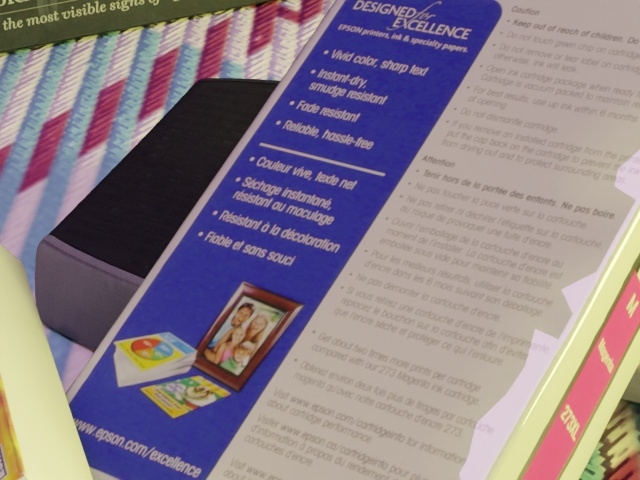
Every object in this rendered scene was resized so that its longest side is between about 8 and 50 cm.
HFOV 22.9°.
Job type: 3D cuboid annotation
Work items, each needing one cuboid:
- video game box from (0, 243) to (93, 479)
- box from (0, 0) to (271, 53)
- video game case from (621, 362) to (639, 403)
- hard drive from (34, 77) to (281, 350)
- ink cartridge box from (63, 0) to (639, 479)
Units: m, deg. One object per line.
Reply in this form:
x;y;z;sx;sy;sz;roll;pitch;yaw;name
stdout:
-0.176;0.100;0.574;0.187;0.048;0.205;-43;31;4;video game box
-0.127;-0.309;0.978;0.343;0.312;0.179;-11;35;6;box
0.239;0.016;0.642;0.212;0.023;0.193;11;41;30;video game case
0.000;0.000;0.711;0.255;0.054;0.172;15;52;36;hard drive
0.029;0.016;0.582;0.176;0.069;0.371;16;65;37;ink cartridge box
